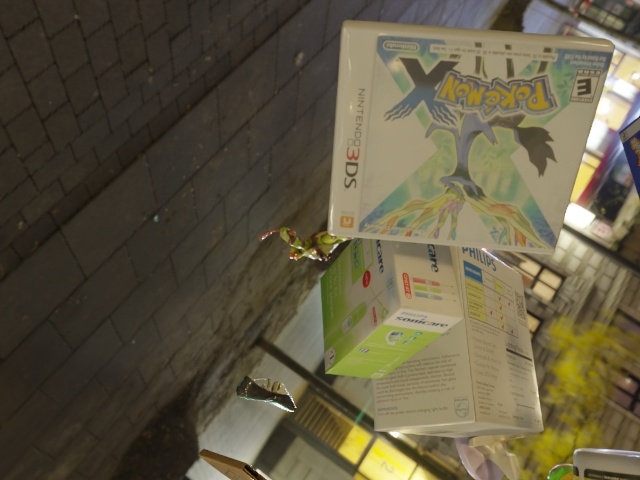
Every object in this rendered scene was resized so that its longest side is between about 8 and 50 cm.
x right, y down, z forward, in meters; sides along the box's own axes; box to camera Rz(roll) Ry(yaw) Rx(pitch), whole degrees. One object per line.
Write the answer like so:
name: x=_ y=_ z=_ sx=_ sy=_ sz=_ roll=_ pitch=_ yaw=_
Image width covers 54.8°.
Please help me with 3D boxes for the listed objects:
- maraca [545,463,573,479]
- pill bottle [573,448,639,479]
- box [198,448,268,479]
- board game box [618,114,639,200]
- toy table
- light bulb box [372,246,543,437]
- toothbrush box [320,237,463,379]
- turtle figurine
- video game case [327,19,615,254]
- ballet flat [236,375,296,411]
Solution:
maraca: x=0.687 y=0.688 z=1.749 sx=0.186 sy=0.099 sz=0.127 roll=22 pitch=104 yaw=-36
pill bottle: x=0.535 y=0.536 z=1.050 sx=0.188 sy=0.188 sz=0.334 roll=74 pitch=20 yaw=-75
box: x=-0.172 y=0.542 z=1.409 sx=0.201 sy=0.164 sz=0.021 roll=-10 pitch=-141 yaw=51
board game box: x=0.795 y=-0.109 z=1.255 sx=0.078 sy=0.347 sz=0.233 roll=128 pitch=-30 yaw=-52
toy table: x=0.534 y=0.613 z=1.923 sx=0.252 sy=0.274 sz=0.161 roll=-13 pitch=163 yaw=-27
light bulb box: x=0.287 y=0.221 z=1.314 sx=0.358 sy=0.225 sz=0.361 roll=25 pitch=56 yaw=-48
toothbrush box: x=0.111 y=0.098 z=1.094 sx=0.283 sy=0.122 sz=0.206 roll=130 pitch=-35 yaw=-49
turtle figurine: x=0.000 y=0.000 z=1.439 sx=0.217 sy=0.087 sz=0.269 roll=-22 pitch=160 yaw=28
video game case: x=0.181 y=-0.126 z=0.822 sx=0.036 sy=0.329 sz=0.300 roll=-82 pitch=176 yaw=-59
ballet flat: x=-0.136 y=0.409 z=1.665 sx=0.203 sy=0.074 sz=0.074 roll=28 pitch=97 yaw=-36
